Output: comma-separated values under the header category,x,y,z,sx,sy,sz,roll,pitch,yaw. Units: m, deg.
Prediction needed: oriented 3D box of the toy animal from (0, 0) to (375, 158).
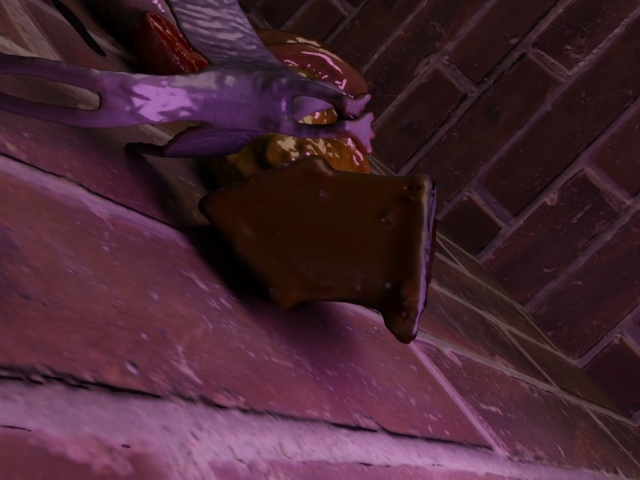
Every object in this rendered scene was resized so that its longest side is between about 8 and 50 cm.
category,x,y,z,sx,sy,sz,roll,pitch,yaw
toy animal,-0.102,-0.140,0.705,0.302,0.225,0.284,13,20,12

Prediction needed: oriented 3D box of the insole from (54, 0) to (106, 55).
category,x,y,z,sx,sy,sz,roll,pitch,yaw
insole,-0.335,-0.297,1.139,0.135,0.002,0.045,49,14,26

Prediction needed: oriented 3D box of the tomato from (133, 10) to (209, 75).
category,x,y,z,sx,sy,sz,roll,pitch,yaw
tomato,-0.227,-0.265,1.217,0.155,0.069,0.155,49,13,-15

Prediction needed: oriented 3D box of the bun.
category,x,y,z,sx,sy,sz,roll,pitch,yaw
bun,-0.298,-0.392,1.332,0.222,0.127,0.222,163,-90,-89

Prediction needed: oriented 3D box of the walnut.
category,x,y,z,sx,sy,sz,roll,pitch,yaw
walnut,-0.050,-0.241,1.382,0.257,0.257,0.225,33,47,-43

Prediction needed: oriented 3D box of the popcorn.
category,x,y,z,sx,sy,sz,roll,pitch,yaw
popcorn,-0.024,-0.112,1.056,0.233,0.192,0.266,52,30,14

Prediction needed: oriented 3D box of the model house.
category,x,y,z,sx,sy,sz,roll,pitch,yaw
model house,0.000,0.006,0.856,0.239,0.173,0.268,8,-7,6
